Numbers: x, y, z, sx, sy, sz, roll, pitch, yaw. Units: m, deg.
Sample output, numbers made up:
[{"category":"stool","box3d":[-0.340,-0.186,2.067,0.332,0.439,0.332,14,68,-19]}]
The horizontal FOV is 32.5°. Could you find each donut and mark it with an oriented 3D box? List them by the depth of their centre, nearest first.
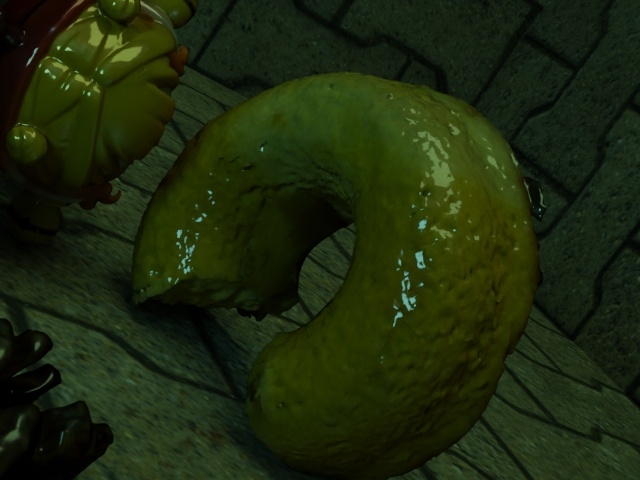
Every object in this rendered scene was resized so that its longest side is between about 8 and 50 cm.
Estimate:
[{"category":"donut","box3d":[0.000,0.000,1.089,0.163,0.377,0.435,19,15,-49]}]

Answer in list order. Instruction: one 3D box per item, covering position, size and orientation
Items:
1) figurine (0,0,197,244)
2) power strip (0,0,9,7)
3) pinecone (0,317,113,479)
[{"category":"figurine","box3d":[-0.246,-0.151,1.105,0.196,0.320,0.323,31,-6,-10]},{"category":"power strip","box3d":[-0.392,-0.237,0.976,0.161,0.357,0.357,32,13,0]},{"category":"pinecone","box3d":[-0.237,0.092,0.531,0.309,0.244,0.244,47,9,-19]}]
